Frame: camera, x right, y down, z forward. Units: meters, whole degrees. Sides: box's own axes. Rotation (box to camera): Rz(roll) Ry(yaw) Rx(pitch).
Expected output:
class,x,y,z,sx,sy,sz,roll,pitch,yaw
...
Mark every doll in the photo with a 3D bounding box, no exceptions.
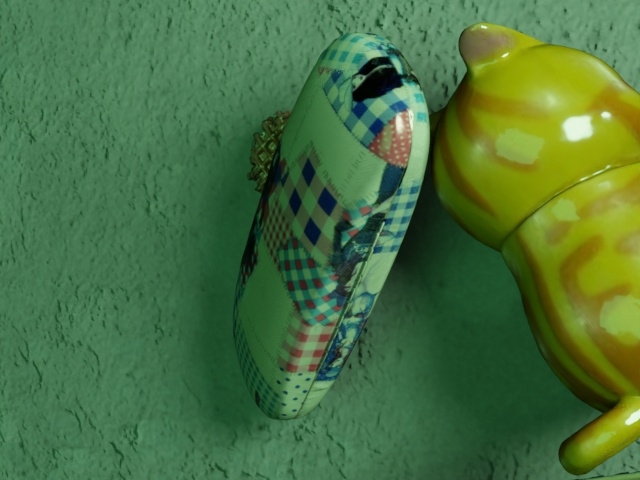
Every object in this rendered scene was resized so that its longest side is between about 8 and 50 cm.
class,x,y,z,sx,sy,sz,roll,pitch,yaw
doll,0.180,-0.007,0.851,0.270,0.162,0.167,62,145,20

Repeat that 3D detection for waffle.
class,x,y,z,sx,sy,sz,roll,pitch,yaw
waffle,-0.020,-0.065,1.029,0.075,0.029,0.083,13,101,25

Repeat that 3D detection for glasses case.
class,x,y,z,sx,sy,sz,roll,pitch,yaw
glasses case,0.000,0.000,0.949,0.125,0.076,0.327,-114,33,-41

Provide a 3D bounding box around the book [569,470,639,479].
class,x,y,z,sx,sy,sz,roll,pitch,yaw
book,0.135,0.315,0.851,0.428,0.039,0.300,-20,77,47
